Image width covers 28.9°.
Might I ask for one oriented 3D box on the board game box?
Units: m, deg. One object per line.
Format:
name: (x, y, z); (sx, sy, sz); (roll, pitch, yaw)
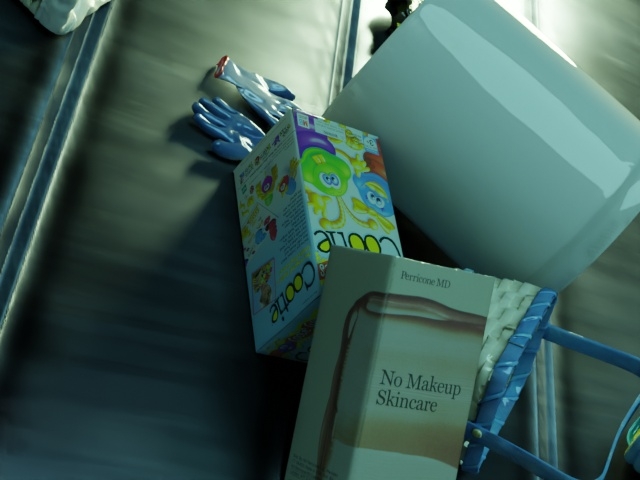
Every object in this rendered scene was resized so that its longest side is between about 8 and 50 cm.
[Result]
board game box: (0.000, 0.000, 1.532); (0.142, 0.144, 0.275); (15, 49, -32)

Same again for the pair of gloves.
pair of gloves: (-0.093, -0.165, 1.683); (0.159, 0.023, 0.198); (34, 41, -12)

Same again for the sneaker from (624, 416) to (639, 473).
sneaker: (0.546, 0.330, 1.748); (0.319, 0.127, 0.208); (37, 8, -47)

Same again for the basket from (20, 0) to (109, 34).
basket: (-0.291, -0.502, 1.564); (0.266, 0.328, 0.331); (38, 41, -3)

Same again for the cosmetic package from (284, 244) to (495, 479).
cosmetic package: (0.073, 0.165, 1.354); (0.153, 0.129, 0.296); (10, 89, -32)

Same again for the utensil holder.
utensil holder: (0.234, -0.139, 1.713); (0.385, 0.327, 0.327); (43, 40, 0)

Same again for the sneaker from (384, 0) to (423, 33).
sneaker: (0.150, -0.337, 2.003); (0.075, 0.063, 0.170); (8, 48, -37)

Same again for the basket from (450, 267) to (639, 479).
basket: (0.244, 0.172, 1.531); (0.289, 0.201, 0.255); (22, 36, 21)
